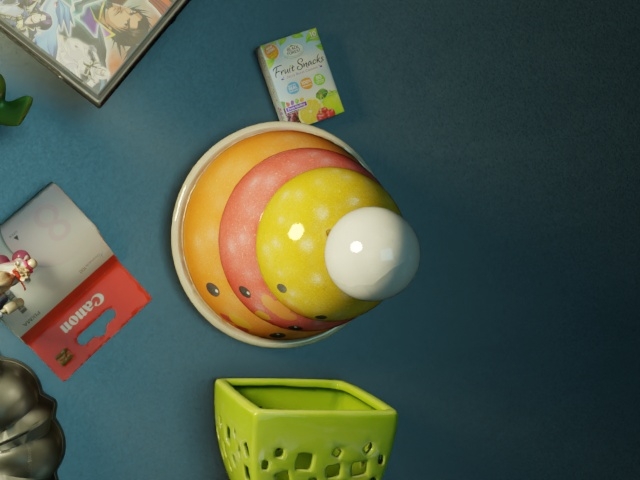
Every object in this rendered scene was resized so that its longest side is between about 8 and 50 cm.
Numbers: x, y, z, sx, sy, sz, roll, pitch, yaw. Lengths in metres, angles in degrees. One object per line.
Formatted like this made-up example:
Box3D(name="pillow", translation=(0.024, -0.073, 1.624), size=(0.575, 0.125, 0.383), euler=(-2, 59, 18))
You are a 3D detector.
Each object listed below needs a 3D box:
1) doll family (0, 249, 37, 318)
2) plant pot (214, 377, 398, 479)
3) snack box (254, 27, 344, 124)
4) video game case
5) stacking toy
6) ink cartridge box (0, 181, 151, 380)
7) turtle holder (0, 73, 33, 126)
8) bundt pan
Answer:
Box3D(name="doll family", translation=(-0.489, 0.104, 1.430), size=(0.262, 0.163, 0.118), euler=(-14, 103, -1))
Box3D(name="plant pot", translation=(-0.035, 0.329, 1.611), size=(0.228, 0.227, 0.207), euler=(5, 94, -20))
Box3D(name="snack box", translation=(-0.033, -0.253, 1.706), size=(0.100, 0.037, 0.141), euler=(-22, 98, -20))
Box3D(name="video game case", translation=(-0.317, -0.364, 1.483), size=(0.248, 0.035, 0.275), euler=(38, 78, -7))
Box3D(name="stacking toy", translation=(0.000, 0.000, 1.477), size=(0.350, 0.480, 0.351), euler=(-1, 93, -17))
Box3D(name="ink cartridge box", translation=(-0.384, 0.062, 1.570), size=(0.189, 0.066, 0.232), euler=(-44, 99, -15))
Box3D(name="turtle holder", translation=(-0.560, -0.130, 1.434), size=(0.227, 0.320, 0.243), euler=(33, 45, -3))
Box3D(name="bundt pan", translation=(-0.511, 0.305, 1.486), size=(0.330, 0.124, 0.331), euler=(0, 90, -21))
